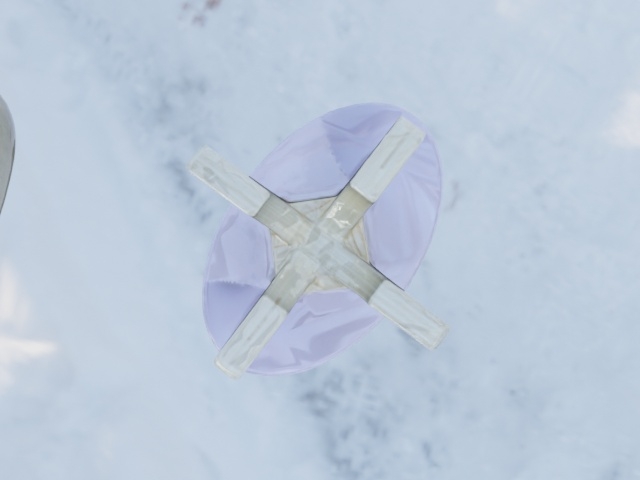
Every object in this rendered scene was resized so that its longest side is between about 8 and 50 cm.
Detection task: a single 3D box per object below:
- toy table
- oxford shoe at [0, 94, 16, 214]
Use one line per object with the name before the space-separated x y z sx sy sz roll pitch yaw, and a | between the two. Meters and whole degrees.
toy table | 0.000 0.000 1.293 0.161 0.252 0.274 -108 44 -88
oxford shoe | -0.200 0.021 0.628 0.130 0.123 0.348 -32 23 36
